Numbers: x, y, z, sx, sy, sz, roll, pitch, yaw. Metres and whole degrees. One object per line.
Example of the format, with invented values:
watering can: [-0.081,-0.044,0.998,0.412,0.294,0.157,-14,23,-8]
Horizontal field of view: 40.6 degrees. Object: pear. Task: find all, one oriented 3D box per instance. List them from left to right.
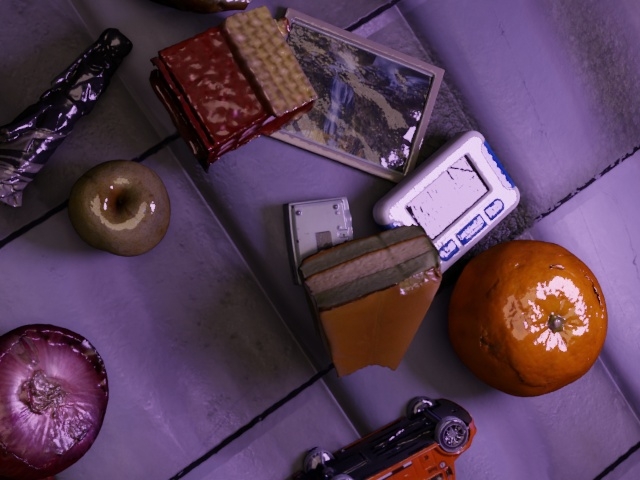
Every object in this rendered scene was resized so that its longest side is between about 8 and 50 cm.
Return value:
pear: [-0.331,-0.053,1.427,0.167,0.136,0.167,1,86,-13]

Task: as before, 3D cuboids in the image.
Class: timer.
timer: [0.229,-0.067,1.590,0.253,0.078,0.178,-40,105,-12]

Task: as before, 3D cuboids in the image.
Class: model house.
model house: [-0.134,-0.264,1.457,0.254,0.160,0.196,-31,89,-10]

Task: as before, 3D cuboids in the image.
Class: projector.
projector: [0.000,0.000,1.549,0.115,0.061,0.147,-8,92,-16]

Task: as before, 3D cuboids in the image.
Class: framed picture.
framed picture: [0.051,-0.260,1.586,0.324,0.020,0.240,20,85,-13]

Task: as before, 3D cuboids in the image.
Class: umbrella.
umbrella: [-0.443,-0.215,1.418,0.106,0.113,0.358,46,72,-37]

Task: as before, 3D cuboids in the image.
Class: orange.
orange: [0.370,0.139,1.556,0.284,0.226,0.284,0,92,-10]

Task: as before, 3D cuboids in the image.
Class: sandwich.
sandwich: [0.100,0.110,1.491,0.227,0.155,0.198,-20,128,-6]

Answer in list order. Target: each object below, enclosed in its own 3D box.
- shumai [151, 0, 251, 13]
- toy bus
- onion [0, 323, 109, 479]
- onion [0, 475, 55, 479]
shumai: [-0.187,-0.534,1.406,0.397,0.324,0.323,5,103,-9]
toy bus: [0.127,0.409,1.539,0.329,0.143,0.153,-25,105,-14]
onion: [-0.450,0.254,1.369,0.248,0.161,0.248,12,60,-22]
onion: [-0.584,0.407,1.354,0.314,0.146,0.280,-8,87,-10]
